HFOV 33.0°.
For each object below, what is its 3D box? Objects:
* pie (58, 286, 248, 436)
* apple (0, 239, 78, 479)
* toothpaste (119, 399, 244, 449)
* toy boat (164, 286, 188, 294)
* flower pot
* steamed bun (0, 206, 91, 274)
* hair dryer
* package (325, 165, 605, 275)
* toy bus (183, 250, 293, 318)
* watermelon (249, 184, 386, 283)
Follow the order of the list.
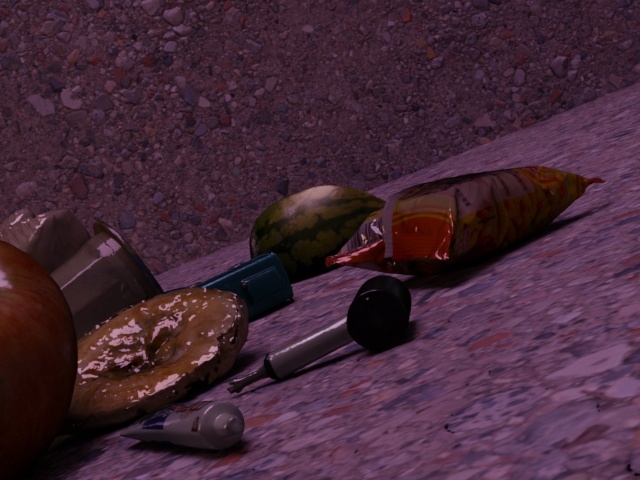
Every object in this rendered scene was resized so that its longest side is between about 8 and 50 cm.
[{"bbox_3d":[-0.202,0.134,1.231,0.274,0.055,0.274,-22,20,8],"label":"pie"},{"bbox_3d":[-0.381,0.136,1.075,0.277,0.250,0.309,13,28,0],"label":"apple"},{"bbox_3d":[-0.115,0.156,0.920,0.060,0.038,0.233,-22,2,-27],"label":"toothpaste"},{"bbox_3d":[-0.223,0.115,1.692,0.229,0.080,0.046,-20,-29,28],"label":"toy boat"},{"bbox_3d":[-0.340,0.114,1.579,0.202,0.212,0.212,-39,10,-17],"label":"flower pot"},{"bbox_3d":[-0.572,0.113,2.135,0.368,0.255,0.342,-50,26,-2],"label":"steamed bun"},{"bbox_3d":[-0.004,0.097,1.037,0.197,0.057,0.100,-27,2,8],"label":"hair dryer"},{"bbox_3d":[0.171,-0.029,1.298,0.288,0.108,0.223,-22,6,-37],"label":"package"},{"bbox_3d":[-0.119,0.078,1.538,0.160,0.079,0.092,-25,5,-25],"label":"toy bus"},{"bbox_3d":[-0.006,0.015,1.784,0.303,0.159,0.128,-21,43,26],"label":"watermelon"}]
